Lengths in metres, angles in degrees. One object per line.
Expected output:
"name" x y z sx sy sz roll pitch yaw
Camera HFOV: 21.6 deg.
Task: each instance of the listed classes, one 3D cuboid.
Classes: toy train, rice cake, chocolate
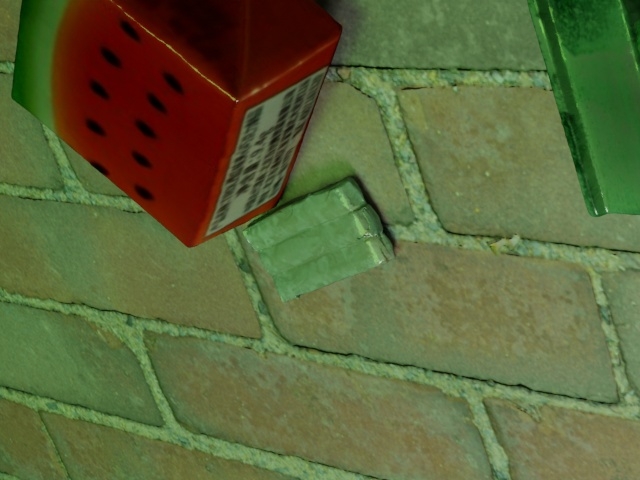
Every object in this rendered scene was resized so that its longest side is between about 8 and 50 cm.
"toy train" 0.313 -0.140 1.455 0.202 0.145 0.266 7 124 47
"rice cake" 0.000 0.000 1.982 0.211 0.038 0.124 -15 109 50
"chocolate" -0.178 -0.201 1.873 0.341 0.161 0.360 40 148 11
